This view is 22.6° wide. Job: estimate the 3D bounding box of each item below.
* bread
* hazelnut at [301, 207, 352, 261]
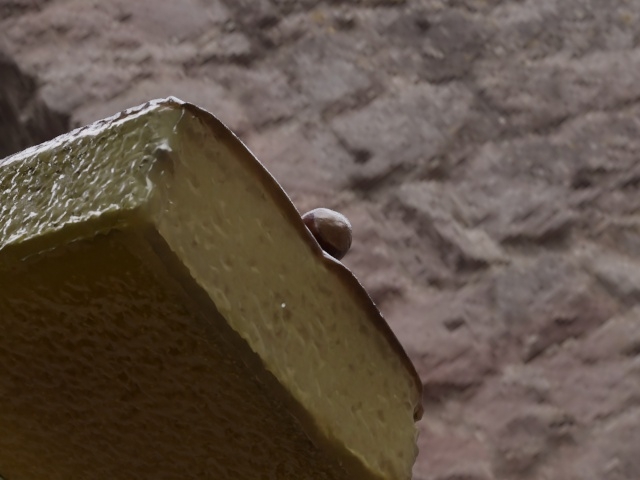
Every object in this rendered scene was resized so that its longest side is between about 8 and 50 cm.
[{"bbox_3d":[-0.134,0.081,1.171,0.333,0.143,0.324,-16,-55,36],"label":"bread"},{"bbox_3d":[0.000,0.000,2.080,0.086,0.086,0.086,-19,-42,-18],"label":"hazelnut"}]
